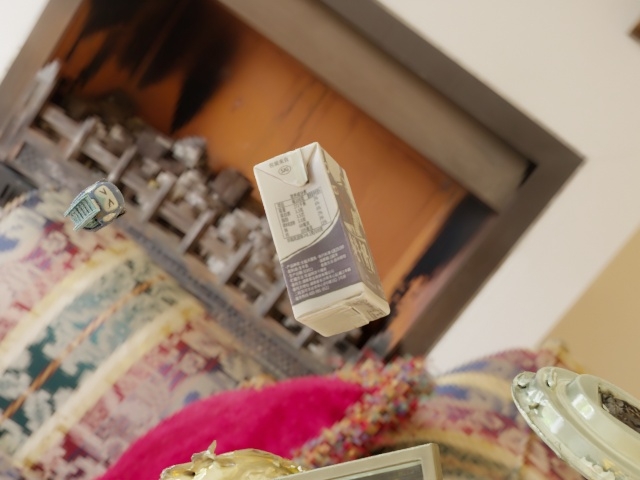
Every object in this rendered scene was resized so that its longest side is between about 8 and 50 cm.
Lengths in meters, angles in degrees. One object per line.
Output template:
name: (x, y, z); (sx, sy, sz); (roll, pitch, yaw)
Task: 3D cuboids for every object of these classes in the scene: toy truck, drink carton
toy truck: (-0.297, -0.042, 1.707); (0.056, 0.073, 0.090); (56, 10, -1)
drink carton: (0.000, 0.000, 1.717); (0.134, 0.102, 0.222); (35, 35, -67)

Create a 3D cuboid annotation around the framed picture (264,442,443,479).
framed picture: (0.004, 0.294, 1.177); (0.016, 0.250, 0.184); (26, 54, -56)

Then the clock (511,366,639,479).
clock: (0.300, 0.194, 1.320); (0.236, 0.053, 0.236); (29, 15, -8)

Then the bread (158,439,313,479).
bread: (-0.022, 0.468, 1.962); (0.361, 0.250, 0.394); (44, 7, 33)
